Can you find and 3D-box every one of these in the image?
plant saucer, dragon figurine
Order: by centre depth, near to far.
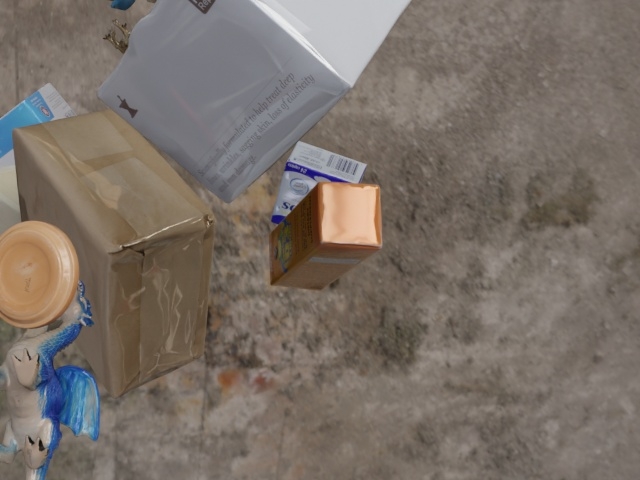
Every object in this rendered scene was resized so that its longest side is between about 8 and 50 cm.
[{"bbox_3d":[-0.224,0.026,0.687,0.083,0.083,0.013,-47,162,11],"label":"plant saucer"},{"bbox_3d":[-0.285,0.175,0.930,0.085,0.144,0.289,-7,88,15],"label":"dragon figurine"}]

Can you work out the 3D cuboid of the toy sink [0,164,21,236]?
[{"bbox_3d":[-0.540,-0.038,1.559,0.131,0.234,0.152,-25,139,-54],"label":"toy sink"}]

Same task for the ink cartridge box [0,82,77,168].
[{"bbox_3d":[-0.567,-0.147,1.848,0.197,0.198,0.270,-34,107,10],"label":"ink cartridge box"}]

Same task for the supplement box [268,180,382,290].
[{"bbox_3d":[0.000,0.000,1.080,0.080,0.233,0.078,2,74,-15],"label":"supplement box"}]

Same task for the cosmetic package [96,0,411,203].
[{"bbox_3d":[-0.005,-0.240,0.787,0.156,0.385,0.217,39,145,-12],"label":"cosmetic package"}]

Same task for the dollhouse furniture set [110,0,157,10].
[{"bbox_3d":[-0.294,-0.460,1.626,0.129,0.129,0.184,-1,156,-46],"label":"dollhouse furniture set"}]

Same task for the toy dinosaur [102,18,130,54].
[{"bbox_3d":[-0.369,-0.370,1.721,0.053,0.183,0.092,-39,84,1],"label":"toy dinosaur"}]

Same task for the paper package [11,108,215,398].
[{"bbox_3d":[-0.310,0.011,1.328,0.168,0.325,0.309,-20,138,-32],"label":"paper package"}]

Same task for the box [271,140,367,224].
[{"bbox_3d":[-0.004,-0.080,1.518,0.126,0.072,0.137,19,129,3],"label":"box"}]
